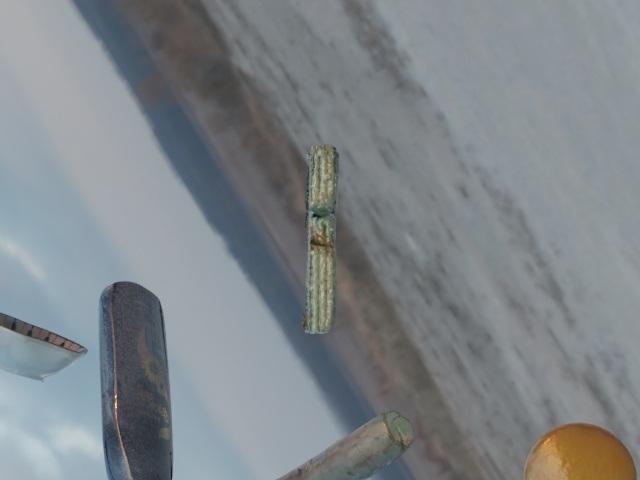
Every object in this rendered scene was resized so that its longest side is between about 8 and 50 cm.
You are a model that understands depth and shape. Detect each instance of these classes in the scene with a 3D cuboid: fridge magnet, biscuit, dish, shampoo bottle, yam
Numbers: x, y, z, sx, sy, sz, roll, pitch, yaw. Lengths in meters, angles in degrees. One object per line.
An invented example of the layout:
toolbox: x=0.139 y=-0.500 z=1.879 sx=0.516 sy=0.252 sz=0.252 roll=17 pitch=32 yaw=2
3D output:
fridge magnet: x=0.327 y=0.301 z=1.710 sx=0.143 sy=0.143 sz=0.063 roll=59 pitch=177 yaw=8
biscuit: x=0.000 y=0.000 z=1.788 sx=0.147 sy=0.046 sz=0.250 roll=110 pitch=162 yaw=-84
dish: x=-0.423 y=0.152 z=1.902 sx=0.190 sy=0.066 sz=0.191 roll=21 pitch=177 yaw=1
shampoo bottle: x=-0.175 y=0.151 z=1.282 sx=0.087 sy=0.049 sz=0.234 roll=42 pitch=-149 yaw=-47
yam: x=-0.005 y=0.332 z=1.863 sx=0.071 sy=0.317 sz=0.067 roll=54 pitch=-155 yaw=2
